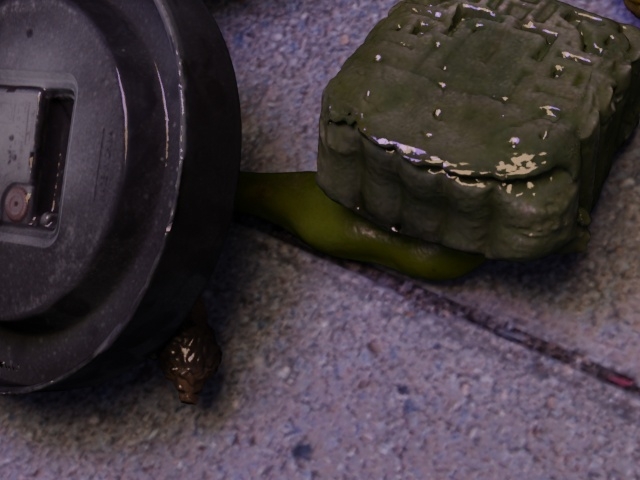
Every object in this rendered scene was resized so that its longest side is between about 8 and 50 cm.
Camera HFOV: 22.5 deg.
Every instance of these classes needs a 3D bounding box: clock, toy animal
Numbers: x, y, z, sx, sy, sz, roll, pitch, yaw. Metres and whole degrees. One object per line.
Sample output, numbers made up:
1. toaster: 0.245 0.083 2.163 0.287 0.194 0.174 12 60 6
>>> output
1. clock: -0.221 -0.065 1.297 0.386 0.076 0.386 -7 79 39
2. toy animal: -0.135 0.040 1.310 0.069 0.086 0.219 -33 64 -8

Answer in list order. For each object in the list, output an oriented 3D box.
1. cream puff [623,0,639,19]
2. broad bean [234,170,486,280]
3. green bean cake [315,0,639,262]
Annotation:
1. cream puff: 0.324 -0.287 1.308 0.244 0.196 0.244 -30 37 26
2. broad bean: 0.000 -0.011 1.322 0.318 0.056 0.098 -2 85 23
3. green bean cake: 0.129 -0.094 1.250 0.223 0.125 0.227 21 51 20
